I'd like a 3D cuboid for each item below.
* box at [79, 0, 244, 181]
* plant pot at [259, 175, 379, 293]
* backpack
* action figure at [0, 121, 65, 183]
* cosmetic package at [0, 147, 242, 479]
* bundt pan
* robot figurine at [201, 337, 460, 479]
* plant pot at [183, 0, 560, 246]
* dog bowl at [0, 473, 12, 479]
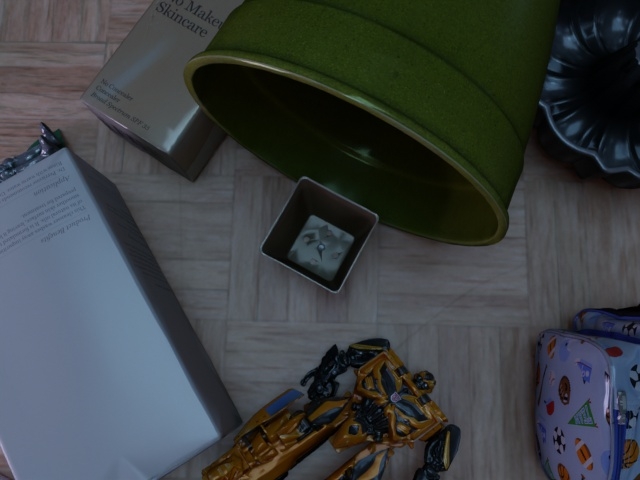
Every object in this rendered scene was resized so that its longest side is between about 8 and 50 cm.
[{"bbox_3d":[-0.154,-0.254,0.766,0.148,0.121,0.311,30,82,7],"label":"box"},{"bbox_3d":[0.000,0.000,0.727,0.109,0.096,0.109,28,82,6],"label":"plant pot"},{"bbox_3d":[0.354,0.204,0.607,0.213,0.276,0.263,-6,86,5],"label":"backpack"},{"bbox_3d":[-0.442,-0.062,0.751,0.232,0.063,0.137,-38,37,0],"label":"action figure"},{"bbox_3d":[-0.282,0.114,0.684,0.217,0.156,0.385,-29,81,-4],"label":"cosmetic package"},{"bbox_3d":[0.406,-0.214,0.746,0.331,0.124,0.330,0,80,1],"label":"bundt pan"},{"bbox_3d":[0.022,0.243,0.667,0.291,0.085,0.211,-35,66,-12],"label":"robot figurine"},{"bbox_3d":[0.099,-0.233,0.629,0.366,0.366,0.353,26,82,6],"label":"plant pot"},{"bbox_3d":[-0.455,0.407,0.655,0.265,0.104,0.264,0,79,1],"label":"dog bowl"}]
